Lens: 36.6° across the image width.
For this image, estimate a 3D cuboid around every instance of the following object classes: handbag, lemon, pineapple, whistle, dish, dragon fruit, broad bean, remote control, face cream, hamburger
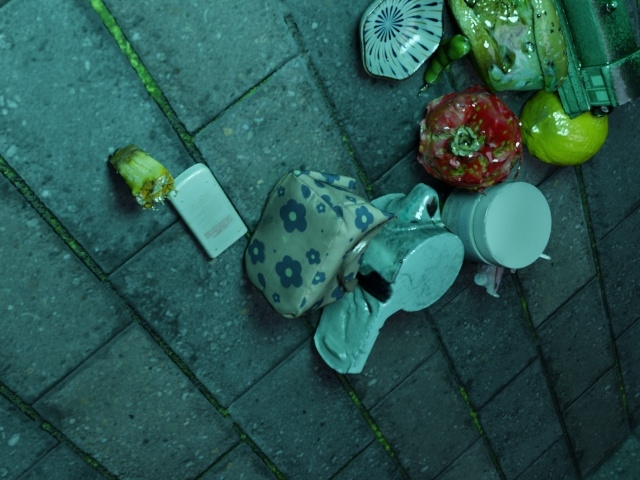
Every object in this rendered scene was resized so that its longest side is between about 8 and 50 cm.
[{"bbox_3d":[0.000,0.000,1.778,0.193,0.190,0.251,-5,132,-46],"label":"handbag"},{"bbox_3d":[0.509,-0.242,2.035,0.193,0.180,0.180,-3,125,-13],"label":"lemon"},{"bbox_3d":[-0.285,-0.098,1.528,0.069,0.137,0.116,-41,97,-14],"label":"pineapple"},{"bbox_3d":[0.118,0.077,1.947,0.404,0.168,0.188,-48,140,0],"label":"whistle"},{"bbox_3d":[0.128,-0.373,1.680,0.191,0.066,0.190,-21,131,-27],"label":"dish"},{"bbox_3d":[0.281,-0.191,1.830,0.268,0.205,0.210,-26,123,-74],"label":"dragon fruit"},{"bbox_3d":[0.226,-0.325,1.747,0.039,0.227,0.069,12,75,-8],"label":"broad bean"},{"bbox_3d":[-0.198,-0.051,1.677,0.087,0.029,0.190,-40,139,-9],"label":"remote control"},{"bbox_3d":[0.355,-0.037,1.975,0.177,0.153,0.177,-4,98,-29],"label":"face cream"},{"bbox_3d":[0.346,-0.369,1.750,0.168,0.192,0.288,-26,141,8],"label":"hamburger"}]

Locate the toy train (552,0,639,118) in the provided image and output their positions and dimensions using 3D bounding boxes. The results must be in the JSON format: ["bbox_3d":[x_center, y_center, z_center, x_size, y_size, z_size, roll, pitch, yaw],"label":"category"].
[{"bbox_3d":[0.524,-0.394,1.858,0.139,0.178,0.330,-28,108,-21],"label":"toy train"}]

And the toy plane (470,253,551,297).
[{"bbox_3d":[0.425,0.005,2.184,0.252,0.118,0.252,-27,128,-42],"label":"toy plane"}]

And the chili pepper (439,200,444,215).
[{"bbox_3d":[0.259,-0.018,2.078,0.108,0.062,0.216,-42,137,-7],"label":"chili pepper"}]
